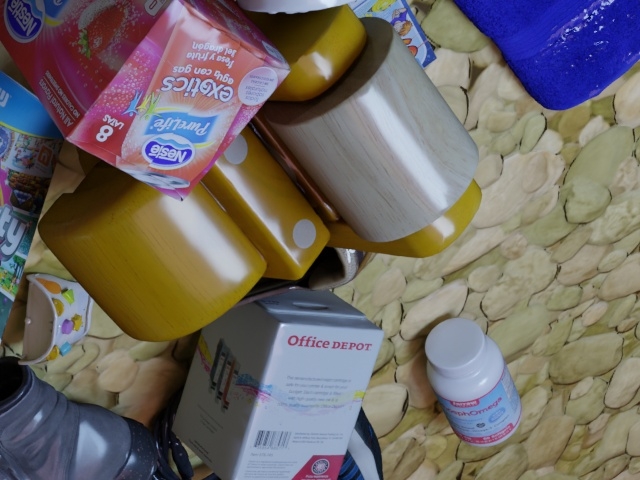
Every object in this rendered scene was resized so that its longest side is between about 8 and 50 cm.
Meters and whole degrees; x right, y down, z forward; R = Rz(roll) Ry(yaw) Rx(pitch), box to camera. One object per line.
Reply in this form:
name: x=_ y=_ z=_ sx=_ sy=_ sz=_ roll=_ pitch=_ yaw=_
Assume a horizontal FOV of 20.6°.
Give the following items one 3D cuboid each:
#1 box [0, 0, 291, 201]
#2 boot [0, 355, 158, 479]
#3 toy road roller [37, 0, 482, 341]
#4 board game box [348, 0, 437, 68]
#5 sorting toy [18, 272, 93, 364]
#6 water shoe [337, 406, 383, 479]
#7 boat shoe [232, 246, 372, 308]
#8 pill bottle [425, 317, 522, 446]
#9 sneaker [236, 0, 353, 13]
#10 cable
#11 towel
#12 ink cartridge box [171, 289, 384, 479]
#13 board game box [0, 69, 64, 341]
box: x=-0.149 y=-0.162 z=1.273 sx=0.122 sy=0.257 sz=0.128 roll=28 pitch=107 yaw=-44
boot: x=-0.332 y=0.267 z=1.680 sx=0.222 sy=0.118 sz=0.338 roll=32 pitch=94 yaw=-46
toy road roller: x=-0.065 y=-0.041 z=1.367 sx=0.202 sy=0.329 sz=0.241 roll=51 pitch=62 yaw=-30
board game box: x=-0.005 y=-0.151 z=1.573 sx=0.201 sy=0.035 sz=0.136 roll=-38 pitch=141 yaw=0
sorting toy: x=-0.232 y=0.070 z=1.597 sx=0.075 sy=0.044 sz=0.083 roll=-17 pitch=118 yaw=-60
water shoe: x=0.019 y=0.230 z=1.947 sx=0.080 sy=0.073 sz=0.203 roll=-11 pitch=140 yaw=8
boat shoe: x=0.000 y=0.000 z=1.651 sx=0.342 sy=0.123 sz=0.123 roll=-13 pitch=134 yaw=-28
pill bottle: x=0.167 y=0.156 z=1.957 sx=0.087 sy=0.087 sz=0.160 roll=-34 pitch=140 yaw=-5
sneaker: x=0.012 y=-0.272 z=1.326 sx=0.321 sy=0.126 sz=0.127 roll=-56 pitch=143 yaw=-57
cable: x=-0.104 y=0.189 z=1.819 sx=0.150 sy=0.047 sz=0.184 roll=8 pitch=114 yaw=-31
towel: x=0.240 y=-0.259 z=1.626 sx=0.227 sy=0.076 sz=0.308 roll=-44 pitch=140 yaw=5
ink cartridge box: x=-0.042 y=0.136 z=1.711 sx=0.128 sy=0.127 sz=0.176 roll=7 pitch=108 yaw=-36
board game box: x=-0.319 y=0.005 z=1.289 sx=0.224 sy=0.097 sz=0.303 roll=39 pitch=62 yaw=-60
